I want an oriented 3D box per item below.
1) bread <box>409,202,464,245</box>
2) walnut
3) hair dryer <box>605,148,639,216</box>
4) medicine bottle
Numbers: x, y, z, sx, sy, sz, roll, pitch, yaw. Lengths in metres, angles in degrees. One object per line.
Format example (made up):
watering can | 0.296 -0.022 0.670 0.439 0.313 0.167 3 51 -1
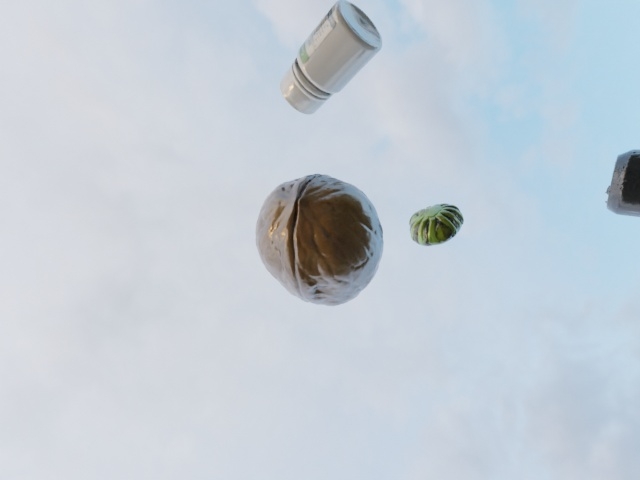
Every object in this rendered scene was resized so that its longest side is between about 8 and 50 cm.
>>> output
bread | 0.266 -0.040 0.954 0.139 0.130 0.071 -47 -60 -47
walnut | 0.000 0.000 0.540 0.168 0.207 0.167 -5 -118 10
hair dryer | 0.500 -0.179 0.517 0.107 0.189 0.352 -44 -48 -38
medicine bottle | 0.016 -0.408 0.932 0.139 0.237 0.139 20 -126 -30
